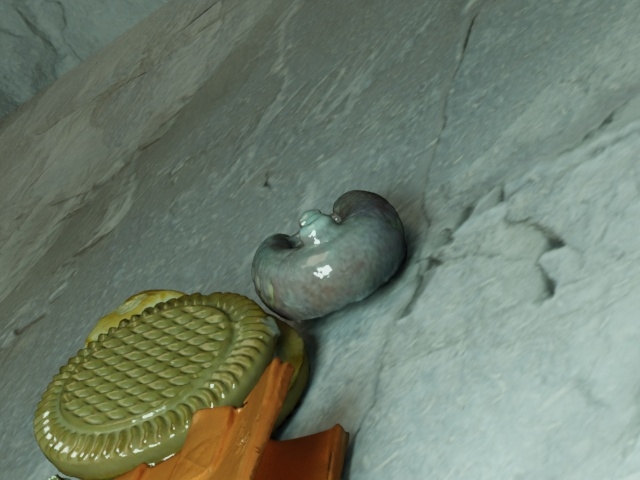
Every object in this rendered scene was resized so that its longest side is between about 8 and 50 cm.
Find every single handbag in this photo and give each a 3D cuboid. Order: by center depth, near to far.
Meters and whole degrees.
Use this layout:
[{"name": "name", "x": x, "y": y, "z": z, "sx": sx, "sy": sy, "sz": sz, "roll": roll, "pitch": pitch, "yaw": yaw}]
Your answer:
[{"name": "handbag", "x": -0.168, "y": 0.295, "z": 1.484, "sx": 0.410, "sy": 0.116, "sz": 0.303, "roll": -35, "pitch": 16, "yaw": 22}]

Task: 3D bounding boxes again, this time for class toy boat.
[{"name": "toy boat", "x": 0.000, "y": 0.000, "z": 1.783, "sx": 0.155, "sy": 0.085, "sz": 0.227, "roll": -27, "pitch": 15, "yaw": 0}]

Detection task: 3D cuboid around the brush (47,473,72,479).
[{"name": "brush", "x": -0.255, "y": 0.248, "z": 1.723, "sx": 0.085, "sy": 0.020, "sz": 0.336, "roll": -32, "pitch": -7, "yaw": -7}]

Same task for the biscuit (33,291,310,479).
[{"name": "biscuit", "x": -0.136, "y": 0.138, "z": 1.715, "sx": 0.259, "sy": 0.079, "sz": 0.259, "roll": -20, "pitch": 27, "yaw": 11}]

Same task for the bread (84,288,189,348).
[{"name": "bread", "x": -0.171, "y": 0.119, "z": 1.867, "sx": 0.149, "sy": 0.122, "sz": 0.073, "roll": -47, "pitch": 15, "yaw": -17}]
